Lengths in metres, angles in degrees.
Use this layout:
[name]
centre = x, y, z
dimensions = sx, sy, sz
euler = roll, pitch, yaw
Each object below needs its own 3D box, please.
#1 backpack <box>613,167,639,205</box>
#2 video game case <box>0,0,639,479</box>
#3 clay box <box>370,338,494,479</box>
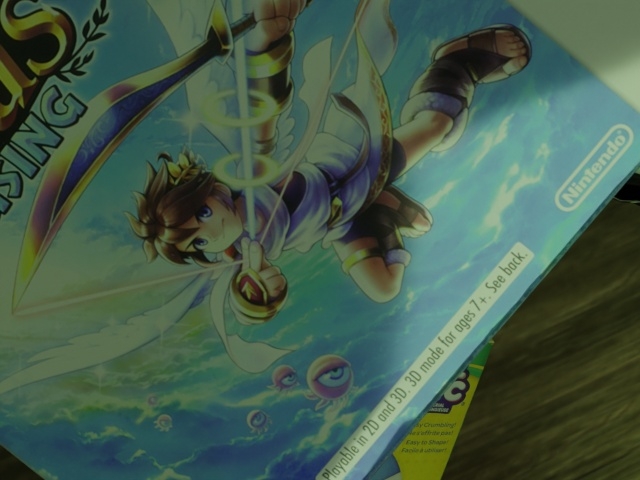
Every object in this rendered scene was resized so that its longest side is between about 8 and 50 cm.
[backpack]
centre = 0.125, -0.078, 0.642
dimensions = 0.182, 0.152, 0.115
euler = 14, 107, -19
[video game case]
centre = -0.039, -0.043, 0.548
dimensions = 0.244, 0.061, 0.269
euler = 39, 99, -4
[clay box]
centre = -0.008, 0.099, 0.725
dimensions = 0.127, 0.053, 0.222
euler = 6, 115, -28
